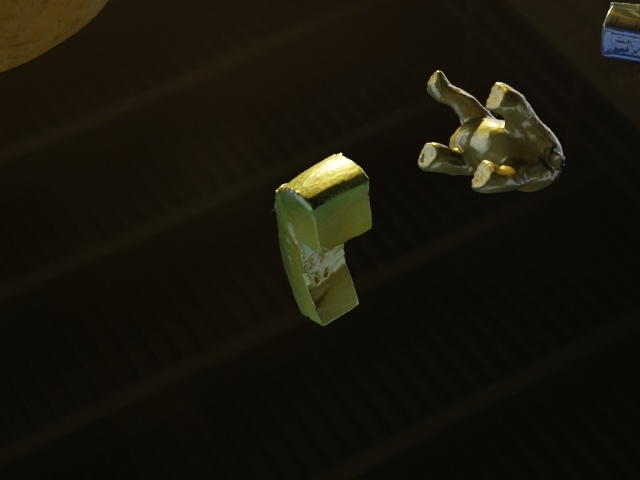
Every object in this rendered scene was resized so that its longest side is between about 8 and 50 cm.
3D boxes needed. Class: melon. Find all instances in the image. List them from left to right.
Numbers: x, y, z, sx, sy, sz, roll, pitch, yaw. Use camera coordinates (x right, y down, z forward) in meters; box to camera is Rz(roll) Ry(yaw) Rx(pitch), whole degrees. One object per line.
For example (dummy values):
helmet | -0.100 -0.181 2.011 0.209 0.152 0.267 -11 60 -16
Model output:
melon | 0.000 0.000 1.281 0.064 0.209 0.118 -23 -134 -19

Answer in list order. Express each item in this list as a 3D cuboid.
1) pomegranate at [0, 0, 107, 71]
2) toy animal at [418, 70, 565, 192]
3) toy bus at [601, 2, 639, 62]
pomegranate | -0.206 -0.198 0.645 0.260 0.260 0.260 -1 -129 2
toy animal | 0.164 -0.095 1.305 0.101 0.103 0.219 19 -177 -27
toy bus | 0.364 -0.204 1.378 0.153 0.051 0.061 15 -130 21
